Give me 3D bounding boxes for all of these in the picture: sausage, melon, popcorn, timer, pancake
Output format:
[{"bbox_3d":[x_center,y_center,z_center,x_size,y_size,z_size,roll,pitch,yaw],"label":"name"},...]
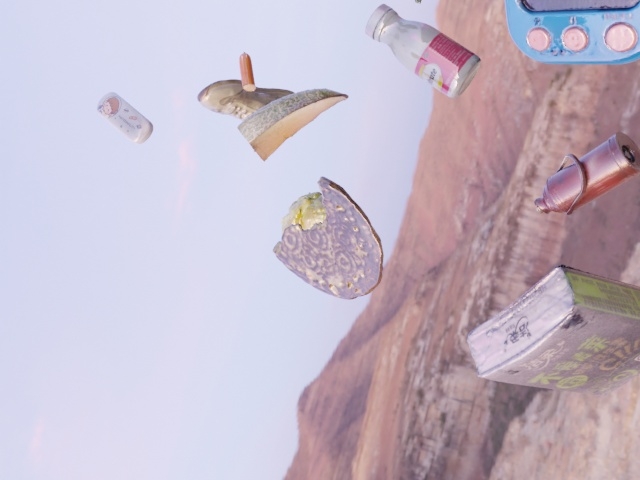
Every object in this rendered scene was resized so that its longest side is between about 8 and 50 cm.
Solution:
[{"bbox_3d":[-0.168,-0.386,1.639,0.031,0.031,0.107,81,178,-62],"label":"sausage"},{"bbox_3d":[-0.042,-0.204,1.190,0.182,0.054,0.098,-35,-30,8],"label":"melon"},{"bbox_3d":[0.006,-0.004,1.462,0.212,0.198,0.197,-94,5,-46],"label":"popcorn"},{"bbox_3d":[0.553,-0.525,1.504,0.115,0.340,0.308,-41,-52,-36],"label":"timer"},{"bbox_3d":[0.000,0.000,0.893,0.020,0.191,0.184,-48,-55,-36],"label":"pancake"}]

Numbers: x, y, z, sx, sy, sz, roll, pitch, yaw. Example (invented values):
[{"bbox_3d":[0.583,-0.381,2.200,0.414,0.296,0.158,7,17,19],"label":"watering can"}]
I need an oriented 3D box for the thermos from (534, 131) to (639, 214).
[{"bbox_3d":[0.544,-0.120,1.493,0.232,0.124,0.098,-39,49,43],"label":"thermos"}]

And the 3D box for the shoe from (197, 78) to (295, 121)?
[{"bbox_3d":[-0.162,-0.313,1.714,0.103,0.275,0.098,-43,55,46],"label":"shoe"}]

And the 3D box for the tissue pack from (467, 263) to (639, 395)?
[{"bbox_3d":[0.547,0.202,1.507,0.288,0.395,0.124,-50,39,38],"label":"tissue pack"}]

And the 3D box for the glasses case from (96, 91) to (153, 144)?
[{"bbox_3d":[-0.477,-0.299,1.761,0.067,0.178,0.045,-50,-25,-2],"label":"glasses case"}]

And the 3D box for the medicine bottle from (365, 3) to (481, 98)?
[{"bbox_3d":[0.188,-0.358,1.354,0.090,0.217,0.090,-50,-13,-16],"label":"medicine bottle"}]

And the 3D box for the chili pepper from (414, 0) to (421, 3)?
[{"bbox_3d":[0.209,-0.562,1.638,0.027,0.083,0.022,-37,-41,7],"label":"chili pepper"}]
